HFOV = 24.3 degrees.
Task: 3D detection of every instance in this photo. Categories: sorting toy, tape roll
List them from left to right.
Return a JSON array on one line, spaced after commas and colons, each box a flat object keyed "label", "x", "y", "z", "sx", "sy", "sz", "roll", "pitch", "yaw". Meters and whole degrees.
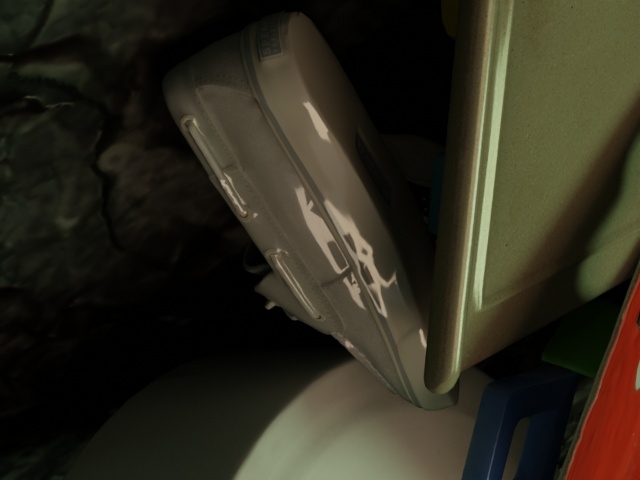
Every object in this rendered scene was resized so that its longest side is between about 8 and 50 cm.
[{"label": "tape roll", "x": 0.004, "y": 0.187, "z": 0.645, "sx": 0.100, "sy": 0.286, "sz": 0.286, "roll": -4, "pitch": 171, "yaw": 41}, {"label": "sorting toy", "x": 0.089, "y": -0.059, "z": 0.553, "sx": 0.196, "sy": 0.047, "sz": 0.348, "roll": -25, "pitch": 127, "yaw": -48}]

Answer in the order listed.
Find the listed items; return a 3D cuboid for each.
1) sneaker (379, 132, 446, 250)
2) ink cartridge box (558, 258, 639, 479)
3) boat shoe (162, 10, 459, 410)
[{"label": "sneaker", "x": 0.025, "y": -0.027, "z": 0.613, "sx": 0.109, "sy": 0.044, "sz": 0.040, "roll": 19, "pitch": 126, "yaw": -32}, {"label": "ink cartridge box", "x": 0.218, "y": 0.063, "z": 0.708, "sx": 0.308, "sy": 0.091, "sz": 0.385, "roll": -64, "pitch": 155, "yaw": -21}, {"label": "boat shoe", "x": 0.000, "y": 0.000, "z": 0.560, "sx": 0.063, "sy": 0.066, "sz": 0.184, "roll": -16, "pitch": 133, "yaw": 18}]
